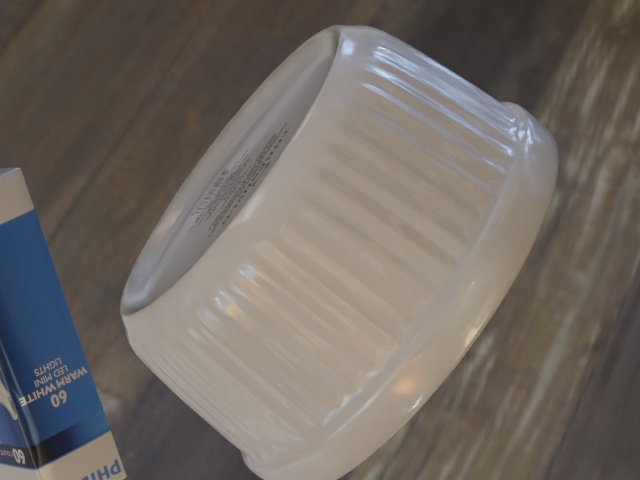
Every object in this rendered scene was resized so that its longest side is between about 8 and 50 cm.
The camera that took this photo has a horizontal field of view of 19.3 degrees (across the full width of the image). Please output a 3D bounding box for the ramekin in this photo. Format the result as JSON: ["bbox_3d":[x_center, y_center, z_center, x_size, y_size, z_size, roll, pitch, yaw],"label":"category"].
[{"bbox_3d":[0.000,0.000,0.852,0.109,0.207,0.207,36,54,-14],"label":"ramekin"}]

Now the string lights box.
[{"bbox_3d":[-0.252,0.077,1.463,0.077,0.260,0.133,-27,17,-36],"label":"string lights box"}]
